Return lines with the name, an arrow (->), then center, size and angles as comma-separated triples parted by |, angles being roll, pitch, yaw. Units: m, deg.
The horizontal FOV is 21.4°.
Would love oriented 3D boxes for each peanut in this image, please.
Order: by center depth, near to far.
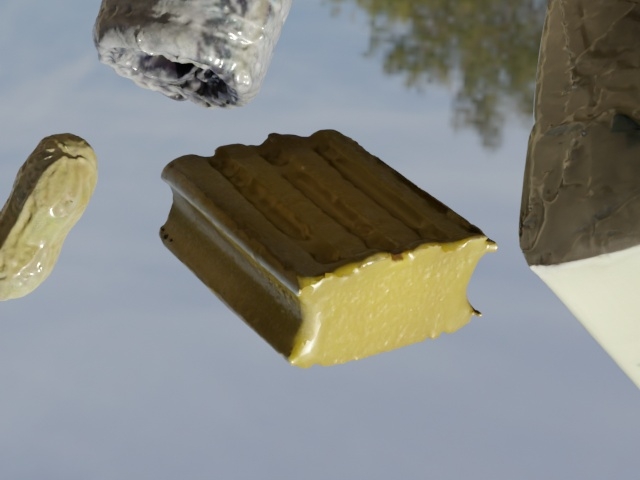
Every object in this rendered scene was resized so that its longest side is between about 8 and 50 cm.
peanut -> -0.327, -0.024, 1.961 | 0.090, 0.214, 0.098 | 20, -165, -34

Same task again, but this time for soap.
soap -> 0.000, 0.000, 2.104 | 0.293, 0.156, 0.335 | -17, -141, -33

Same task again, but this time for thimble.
thimble -> -0.149, -0.257, 1.994 | 0.217, 0.157, 0.245 | 22, 170, -31

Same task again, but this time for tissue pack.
tissue pack -> 0.334, -0.017, 1.387 | 0.207, 0.380, 0.297 | -15, -132, 32
